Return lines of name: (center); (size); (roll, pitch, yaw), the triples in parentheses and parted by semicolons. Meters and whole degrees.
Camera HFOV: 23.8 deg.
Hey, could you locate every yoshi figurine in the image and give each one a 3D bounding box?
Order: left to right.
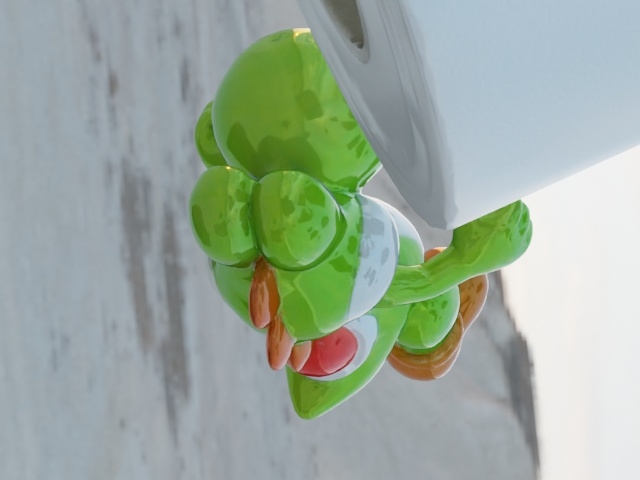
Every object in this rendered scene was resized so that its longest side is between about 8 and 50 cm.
yoshi figurine: (0.015, -0.024, 0.993); (0.203, 0.203, 0.362); (61, 6, 17)

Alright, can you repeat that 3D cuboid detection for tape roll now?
tape roll: (0.028, -0.151, 0.536); (0.286, 0.100, 0.286); (156, -90, -88)
